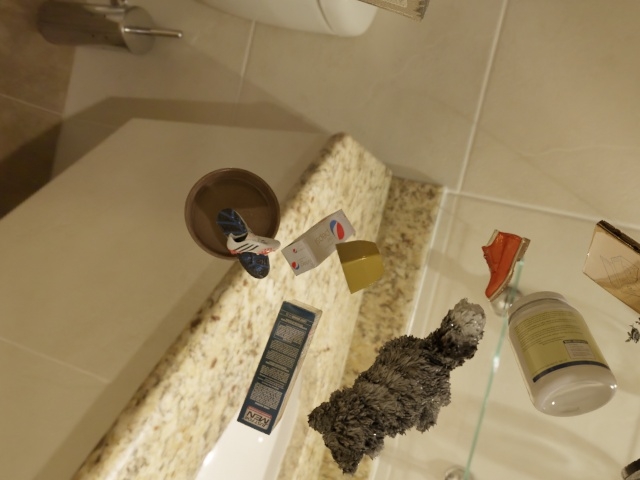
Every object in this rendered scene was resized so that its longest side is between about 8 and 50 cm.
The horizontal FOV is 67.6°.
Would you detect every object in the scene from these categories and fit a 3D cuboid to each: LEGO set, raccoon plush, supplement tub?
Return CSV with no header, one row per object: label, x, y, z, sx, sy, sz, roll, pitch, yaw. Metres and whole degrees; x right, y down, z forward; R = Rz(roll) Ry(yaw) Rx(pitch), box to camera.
LEGO set,0.781,0.225,1.177,0.054,0.023,0.083,45,71,-25
raccoon plush,0.147,0.311,1.073,0.299,0.216,0.446,-16,132,-40
supplement tub,0.718,0.340,1.464,0.324,0.236,0.235,-90,176,-48

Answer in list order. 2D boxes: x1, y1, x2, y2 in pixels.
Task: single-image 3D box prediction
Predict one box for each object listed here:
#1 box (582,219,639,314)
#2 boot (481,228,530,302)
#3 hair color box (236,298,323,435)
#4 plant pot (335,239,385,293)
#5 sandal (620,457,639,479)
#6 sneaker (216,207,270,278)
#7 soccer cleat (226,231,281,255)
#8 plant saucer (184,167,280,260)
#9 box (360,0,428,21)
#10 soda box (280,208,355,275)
box,0.611,0.064,0.954,0.021,0.164,0.201,-37,143,-5
boot,0.371,0.052,1.014,0.157,0.085,0.059,-61,163,-11
hair color box,-0.108,0.346,1.356,0.174,0.105,0.347,38,74,-81
plant pot,0.085,0.046,0.980,0.081,0.083,0.081,-103,176,-60
sandal,0.873,0.528,1.095,0.445,0.168,0.107,111,-15,-48
sneaker,-0.198,0.006,1.280,0.211,0.080,0.081,61,-2,-1
soccer cleat,-0.102,0.003,0.739,0.029,0.083,0.035,-102,-166,-48
plant saucer,-0.255,-0.076,1.400,0.277,0.278,0.041,-70,-168,-16
box,0.023,-0.430,0.690,0.242,0.308,0.076,-53,162,-77
soda box,0.000,0.000,1.143,0.073,0.069,0.216,59,36,-6
